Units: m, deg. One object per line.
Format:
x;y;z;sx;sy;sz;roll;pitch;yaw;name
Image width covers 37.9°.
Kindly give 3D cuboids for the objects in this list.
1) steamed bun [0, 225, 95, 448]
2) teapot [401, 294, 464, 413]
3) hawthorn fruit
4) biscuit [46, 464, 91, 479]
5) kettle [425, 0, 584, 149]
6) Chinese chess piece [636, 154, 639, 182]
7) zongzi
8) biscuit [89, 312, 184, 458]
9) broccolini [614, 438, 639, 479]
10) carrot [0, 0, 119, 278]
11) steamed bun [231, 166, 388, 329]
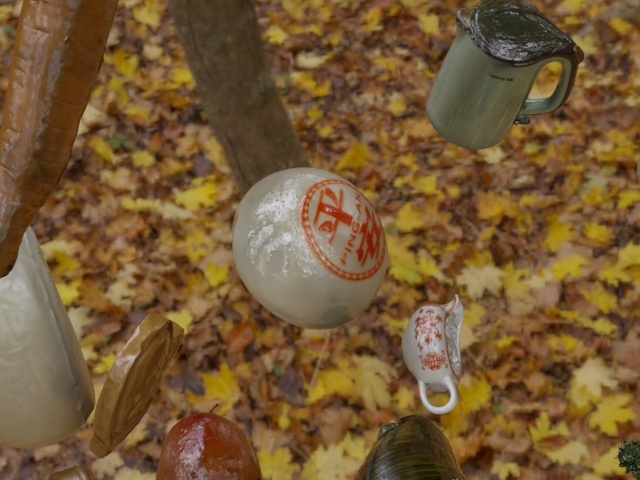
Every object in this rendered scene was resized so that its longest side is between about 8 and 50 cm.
-0.284;0.083;0.815;0.131;0.228;0.177;-20;33;-17;steamed bun
0.206;0.204;1.664;0.116;0.159;0.245;-6;52;8;teapot
-0.163;0.308;1.328;0.163;0.162;0.203;-14;56;-4;hawthorn fruit
-0.090;0.188;0.425;0.026;0.175;0.124;-22;14;-27;biscuit
0.320;-0.288;1.621;0.240;0.255;0.165;14;60;-2;kettle
0.434;-0.133;0.968;0.101;0.250;0.250;37;56;24;Chinese chess piece
0.069;0.511;1.648;0.432;0.207;0.403;-32;16;4;zongzi
-0.145;0.112;0.767;0.023;0.140;0.118;28;47;8;biscuit
0.429;0.251;1.110;0.051;0.239;0.054;19;69;-6;broccolini
-0.174;-0.087;0.585;0.059;0.247;0.059;18;9;-3;carrot
0.000;0.000;1.263;0.145;0.232;0.232;-36;18;40;steamed bun
